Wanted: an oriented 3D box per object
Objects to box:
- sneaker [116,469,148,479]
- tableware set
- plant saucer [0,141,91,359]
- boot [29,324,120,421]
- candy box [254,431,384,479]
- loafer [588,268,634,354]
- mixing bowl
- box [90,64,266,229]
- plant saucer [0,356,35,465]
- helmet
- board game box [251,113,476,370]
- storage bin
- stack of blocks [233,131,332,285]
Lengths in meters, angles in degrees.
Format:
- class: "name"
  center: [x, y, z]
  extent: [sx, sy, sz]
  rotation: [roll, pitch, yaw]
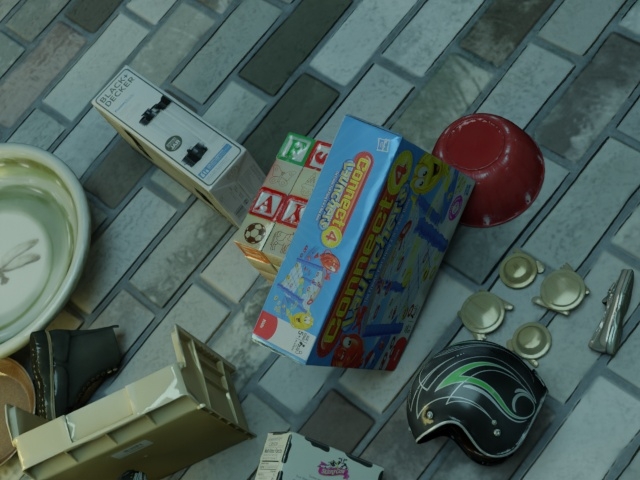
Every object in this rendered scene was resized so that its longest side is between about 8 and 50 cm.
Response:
- class: "sneaker"
  center: [-0.178, 0.461, 1.503]
  extent: [0.146, 0.134, 0.344]
  rotation: [-29, 78, -8]
- class: "tableware set"
  center: [0.289, 0.089, 1.585]
  extent: [0.141, 0.020, 0.169]
  rotation: [34, 81, 30]
- class: "plant saucer"
  center: [-0.545, 0.033, 1.842]
  extent: [0.400, 0.100, 0.400]
  rotation: [-7, 64, 14]
- class: "boot"
  center: [-0.364, 0.230, 1.711]
  extent: [0.137, 0.077, 0.198]
  rotation: [-7, 96, -26]
- class: "candy box"
  center: [-0.023, 0.387, 1.468]
  extent: [0.071, 0.159, 0.233]
  rotation: [-15, 53, 57]
- class: "loafer"
  center: [0.400, 0.095, 1.534]
  extent: [0.039, 0.045, 0.125]
  rotation: [9, 72, 29]
- class: "mixing bowl"
  center: [0.238, -0.121, 1.656]
  extent: [0.181, 0.098, 0.181]
  rotation: [-7, 64, 14]
- class: "box"
  center: [-0.216, -0.146, 1.778]
  extent: [0.290, 0.169, 0.087]
  rotation: [35, 81, 29]
- class: "plant saucer"
  center: [-0.531, 0.279, 1.759]
  extent: [0.198, 0.036, 0.199]
  rotation: [-7, 64, 16]
- class: "helmet"
  center: [0.200, 0.214, 1.476]
  extent: [0.161, 0.169, 0.169]
  rotation: [30, 78, 11]
- class: "board game box"
  center: [0.068, 0.017, 1.486]
  extent: [0.086, 0.302, 0.308]
  rotation: [24, 94, 26]
- class: "storage bin"
  center: [-0.260, 0.251, 1.557]
  extent: [0.262, 0.260, 0.123]
  rotation: [-25, 64, 6]
- class: "stack of blocks"
  center: [0.000, 0.000, 1.563]
  extent: [0.087, 0.297, 0.171]
  rotation: [19, 73, 24]
